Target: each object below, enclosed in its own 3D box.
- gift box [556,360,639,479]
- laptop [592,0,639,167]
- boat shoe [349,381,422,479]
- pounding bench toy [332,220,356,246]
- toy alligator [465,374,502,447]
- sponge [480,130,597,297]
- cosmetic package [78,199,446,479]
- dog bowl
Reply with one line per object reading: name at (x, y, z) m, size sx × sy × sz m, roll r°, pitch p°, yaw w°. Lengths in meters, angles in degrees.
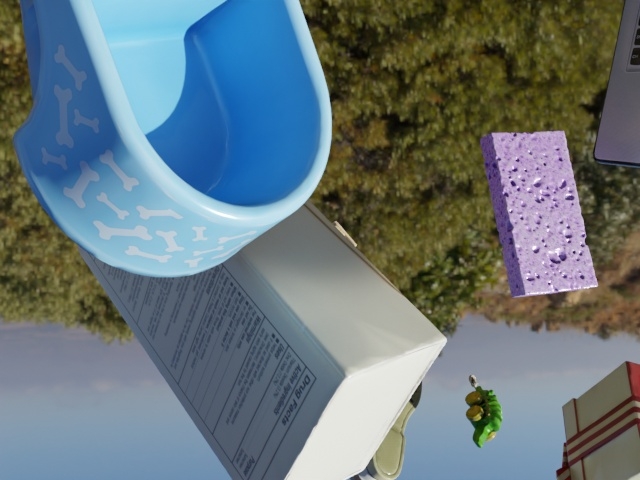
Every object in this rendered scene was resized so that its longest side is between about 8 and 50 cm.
gift box at (0.617, 0.422, 1.339) m, size 0.255 × 0.277 × 0.258 m, roll 20°, pitch 140°, yaw -5°
laptop at (0.348, -0.271, 0.618) m, size 0.236 × 0.408 × 0.382 m, roll 6°, pitch -172°, yaw -24°
boat shoe at (0.121, 0.344, 1.398) m, size 0.113 × 0.302 × 0.103 m, roll 42°, pitch 134°, yaw -16°
pounding bench toy at (0.000, 0.000, 1.078) m, size 0.052 × 0.083 × 0.065 m, roll -47°, pitch 167°, yaw 32°
toy alligator at (0.279, 0.276, 1.174) m, size 0.051 × 0.056 × 0.190 m, roll -27°, pitch -164°, yaw 20°
sponge at (0.274, -0.037, 0.877) m, size 0.117 × 0.210 × 0.031 m, roll -3°, pitch 168°, yaw -23°
cosmetic package at (-0.068, 0.038, 0.558) m, size 0.113 × 0.309 × 0.160 m, roll -11°, pitch 138°, yaw -44°
dog bowl at (-0.087, -0.130, 0.354) m, size 0.074 × 0.298 × 0.165 m, roll -13°, pitch -171°, yaw 44°
